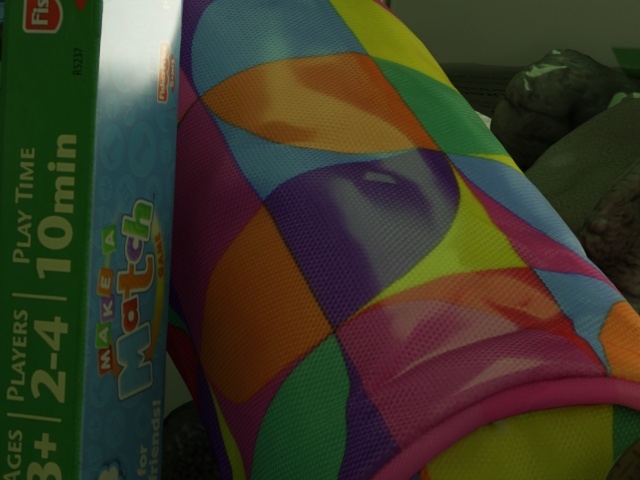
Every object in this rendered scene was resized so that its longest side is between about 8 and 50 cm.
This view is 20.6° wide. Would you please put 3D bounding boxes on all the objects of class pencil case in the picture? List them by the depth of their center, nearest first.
[{"bbox_3d":[0.000,0.000,0.421,0.104,0.104,0.236,2,33,-25],"label":"pencil case"}]

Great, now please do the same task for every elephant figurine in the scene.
[{"bbox_3d":[0.089,0.034,0.531,0.169,0.186,0.239,40,19,6],"label":"elephant figurine"}]

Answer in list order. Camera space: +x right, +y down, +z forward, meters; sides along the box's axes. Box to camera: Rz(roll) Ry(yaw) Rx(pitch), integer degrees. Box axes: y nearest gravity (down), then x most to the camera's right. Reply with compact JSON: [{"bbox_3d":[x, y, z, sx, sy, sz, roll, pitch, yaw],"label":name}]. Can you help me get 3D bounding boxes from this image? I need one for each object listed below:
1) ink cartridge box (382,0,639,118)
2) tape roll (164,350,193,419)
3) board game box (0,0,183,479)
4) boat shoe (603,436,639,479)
[{"bbox_3d":[0.183,-0.098,0.754,0.211,0.121,0.289,5,-5,28],"label":"ink cartridge box"},{"bbox_3d":[-0.171,0.028,0.589,0.286,0.100,0.286,4,1,0],"label":"tape roll"},{"bbox_3d":[-0.133,0.005,0.398,0.211,0.160,0.039,4,3,25],"label":"board game box"},{"bbox_3d":[0.138,0.076,0.327,0.190,0.068,0.072,15,-12,-1],"label":"boat shoe"}]
